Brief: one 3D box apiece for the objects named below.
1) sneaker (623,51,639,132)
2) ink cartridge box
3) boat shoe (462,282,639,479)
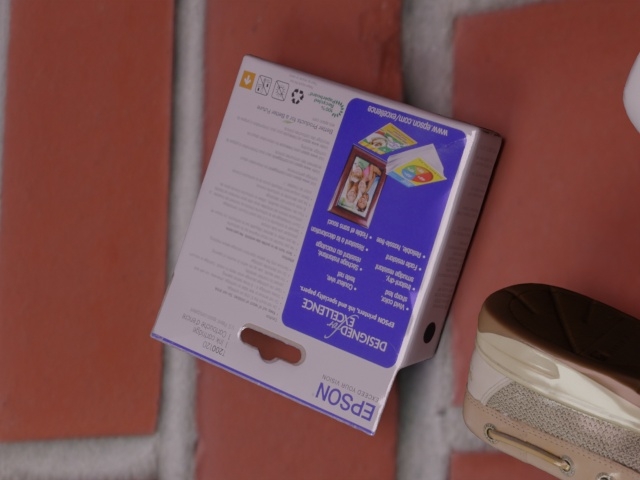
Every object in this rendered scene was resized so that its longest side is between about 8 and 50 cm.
[{"bbox_3d":[0.333,-0.072,0.936,0.322,0.130,0.236,-34,60,20],"label":"sneaker"},{"bbox_3d":[0.000,0.000,1.216,0.206,0.045,0.208,21,93,36],"label":"ink cartridge box"},{"bbox_3d":[0.211,0.128,1.013,0.302,0.109,0.098,27,118,28],"label":"boat shoe"}]
